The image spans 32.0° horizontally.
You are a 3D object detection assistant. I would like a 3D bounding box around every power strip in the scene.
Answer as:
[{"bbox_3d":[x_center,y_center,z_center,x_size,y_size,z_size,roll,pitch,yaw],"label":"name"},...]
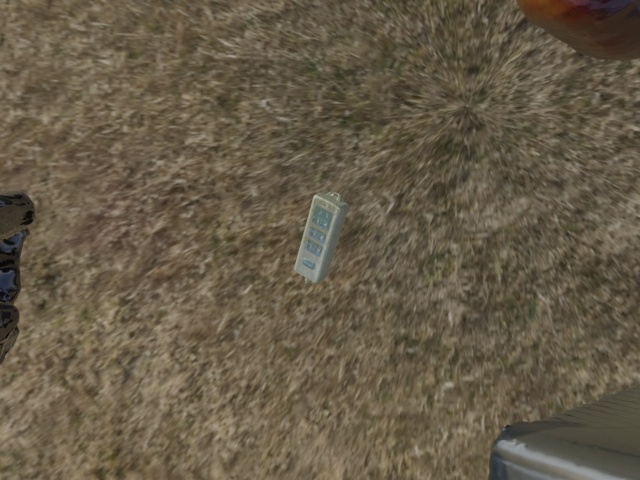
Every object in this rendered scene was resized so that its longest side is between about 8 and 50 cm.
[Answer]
[{"bbox_3d":[0.000,0.000,0.901,0.027,0.017,0.083,28,115,25],"label":"power strip"}]

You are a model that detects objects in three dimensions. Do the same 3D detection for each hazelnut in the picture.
[{"bbox_3d":[0.285,-0.266,1.114,0.178,0.204,0.178,17,119,34],"label":"hazelnut"}]

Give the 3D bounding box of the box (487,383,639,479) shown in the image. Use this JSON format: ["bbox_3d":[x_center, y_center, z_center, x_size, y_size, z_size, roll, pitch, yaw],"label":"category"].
[{"bbox_3d":[0.258,0.175,0.783,0.178,0.274,0.138,12,101,43],"label":"box"}]

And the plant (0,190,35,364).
[{"bbox_3d":[-0.275,0.031,0.663,0.199,0.188,0.276,13,127,-11],"label":"plant"}]
